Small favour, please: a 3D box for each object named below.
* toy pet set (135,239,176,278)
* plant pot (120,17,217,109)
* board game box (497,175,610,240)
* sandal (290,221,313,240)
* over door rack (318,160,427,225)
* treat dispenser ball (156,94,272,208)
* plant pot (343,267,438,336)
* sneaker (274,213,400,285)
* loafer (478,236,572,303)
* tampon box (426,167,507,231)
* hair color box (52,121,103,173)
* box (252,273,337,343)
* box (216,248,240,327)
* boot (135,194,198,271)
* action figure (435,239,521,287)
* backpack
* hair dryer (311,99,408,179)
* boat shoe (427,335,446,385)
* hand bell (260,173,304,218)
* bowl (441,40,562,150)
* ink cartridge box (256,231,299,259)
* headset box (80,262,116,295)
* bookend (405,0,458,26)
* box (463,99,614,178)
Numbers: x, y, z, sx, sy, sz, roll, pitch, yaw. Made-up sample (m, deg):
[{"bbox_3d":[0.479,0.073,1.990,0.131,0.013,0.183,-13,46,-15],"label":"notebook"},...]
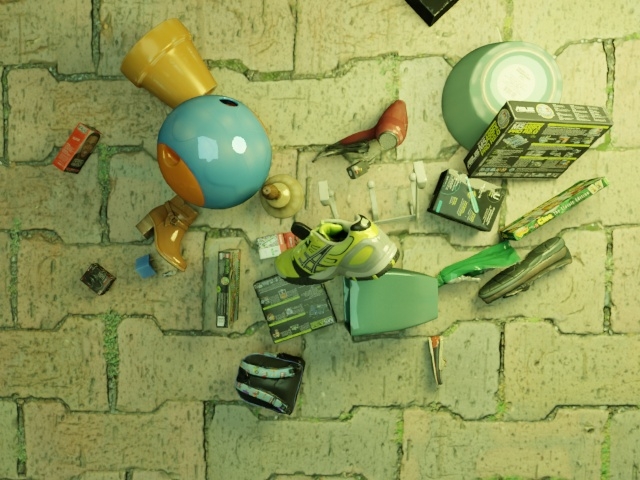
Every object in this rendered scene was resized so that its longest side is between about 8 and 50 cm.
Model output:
[{"bbox_3d":[-0.465,0.052,1.364,0.114,0.065,0.122,-21,90,5],"label":"toy pet set"},{"bbox_3d":[-0.388,-0.445,1.282,0.205,0.205,0.188,-41,105,5],"label":"plant pot"},{"bbox_3d":[0.596,-0.080,1.244,0.259,0.136,0.030,-33,87,4],"label":"board game box"},{"bbox_3d":[0.000,0.000,1.330,0.179,0.040,0.067,37,133,-9],"label":"sandal"},{"bbox_3d":[0.131,-0.114,1.191,0.239,0.324,0.108,-11,76,6],"label":"over door rack"},{"bbox_3d":[-0.267,-0.223,1.226,0.288,0.288,0.288,0,93,4],"label":"treat dispenser ball"},{"bbox_3d":[0.185,0.152,1.276,0.234,0.165,0.166,-1,92,-3],"label":"plant pot"},{"bbox_3d":[0.015,0.015,1.196,0.384,0.145,0.147,-12,119,43],"label":"sneaker"},{"bbox_3d":[0.552,0.097,1.279,0.267,0.096,0.084,-36,95,3],"label":"loafer"},{"bbox_3d":[0.385,-0.106,1.275,0.161,0.101,0.120,21,94,2],"label":"tampon box"},{"bbox_3d":[-0.689,-0.260,1.364,0.043,0.072,0.141,36,95,3],"label":"hair color box"},{"bbox_3d":[-0.071,0.174,1.351,0.190,0.045,0.184,-20,93,4],"label":"box"},{"bbox_3d":[-0.254,0.128,1.328,0.036,0.114,0.207,3,93,4],"label":"box"},{"bbox_3d":[-0.399,-0.023,1.338,0.152,0.073,0.197,-41,87,-14],"label":"boot"},{"bbox_3d":[0.407,0.076,1.286,0.232,0.137,0.063,-21,103,13],"label":"action figure"},{"bbox_3d":[-0.140,0.381,1.328,0.173,0.117,0.158,13,94,3],"label":"backpack"},{"bbox_3d":[0.124,-0.285,1.260,0.293,0.223,0.080,-37,129,-14],"label":"hair dryer"},{"bbox_3d":[0.327,0.332,1.328,0.043,0.049,0.137,-8,87,2],"label":"boat shoe"},{"bbox_3d":[-0.116,-0.119,1.242,0.126,0.242,0.126,0,93,4],"label":"hand bell"},{"bbox_3d":[0.481,-0.375,1.227,0.311,0.163,0.311,0,93,4],"label":"bowl"},{"bbox_3d":[-0.119,0.012,1.354,0.115,0.029,0.063,-11,91,5],"label":"ink cartridge box"},{"bbox_3d":[-0.644,0.115,1.397,0.083,0.032,0.062,39,95,3],"label":"headset box"},{"bbox_3d":[0.301,-0.688,1.271,0.156,0.072,0.157,-43,88,4],"label":"bookend"},{"bbox_3d":[0.522,-0.237,1.169,0.270,0.216,0.060,-2,60,-14],"label":"box"}]
